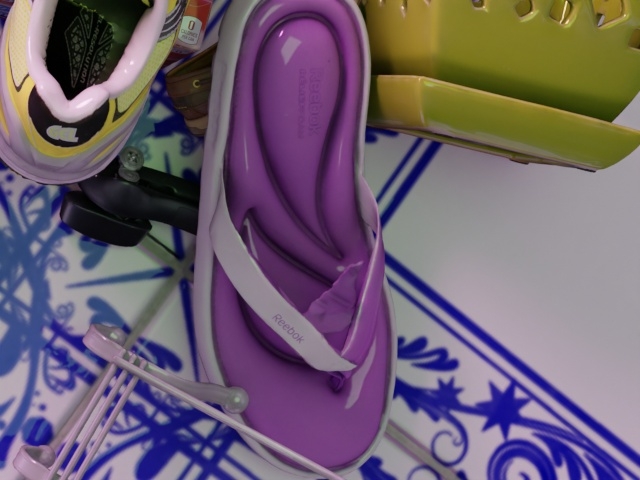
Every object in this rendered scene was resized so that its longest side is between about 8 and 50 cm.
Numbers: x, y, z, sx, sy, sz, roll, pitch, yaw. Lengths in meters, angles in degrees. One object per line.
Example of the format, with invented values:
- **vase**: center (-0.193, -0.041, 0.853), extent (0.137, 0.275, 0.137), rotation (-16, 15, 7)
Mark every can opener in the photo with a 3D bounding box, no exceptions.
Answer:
- **can opener**: center (-0.113, -0.027, 1.376), extent (0.186, 0.073, 0.059), rotation (13, 46, -21)

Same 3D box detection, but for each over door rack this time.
- **over door rack**: center (-0.086, 0.241, 1.302), extent (0.324, 0.108, 0.239), rotation (30, 95, 4)

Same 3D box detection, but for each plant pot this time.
- **plant pot**: center (0.146, -0.174, 1.378), extent (0.227, 0.228, 0.207), rotation (12, 92, -18)

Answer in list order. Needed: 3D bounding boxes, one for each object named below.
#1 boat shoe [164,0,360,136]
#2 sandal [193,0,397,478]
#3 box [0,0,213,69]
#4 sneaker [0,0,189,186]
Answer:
- **boat shoe**: center (-0.046, -0.158, 1.377), extent (0.178, 0.064, 0.060), rotation (-39, 116, -6)
- **sandal**: center (-0.014, 0.004, 1.332), extent (0.169, 0.102, 0.416), rotation (-13, 108, -20)
- **box**: center (-0.207, -0.231, 1.306), extent (0.257, 0.122, 0.128), rotation (16, 84, -18)
- **sneaker**: center (-0.123, -0.224, 1.192), extent (0.145, 0.147, 0.385), rotation (15, 83, -17)
